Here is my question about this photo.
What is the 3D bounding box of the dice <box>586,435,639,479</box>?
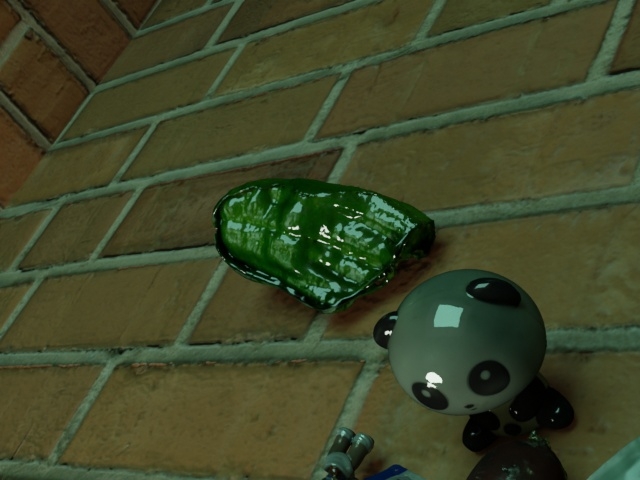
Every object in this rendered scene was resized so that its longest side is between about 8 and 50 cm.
[{"bbox_3d":[0.389,0.304,0.802,0.348,0.330,0.328,-34,45,9],"label":"dice"}]

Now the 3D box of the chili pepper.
[{"bbox_3d":[0.005,0.004,1.838,0.385,0.213,0.167,10,10,30],"label":"chili pepper"}]

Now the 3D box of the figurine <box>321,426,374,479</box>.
[{"bbox_3d":[0.012,0.345,1.460,0.147,0.093,0.197,12,47,27],"label":"figurine"}]

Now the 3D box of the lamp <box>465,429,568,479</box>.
[{"bbox_3d":[0.224,0.307,1.241,0.157,0.135,0.156,-59,-6,19],"label":"lamp"}]

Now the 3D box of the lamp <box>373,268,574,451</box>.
[{"bbox_3d":[0.194,0.147,1.361,0.198,0.244,0.197,-29,27,17],"label":"lamp"}]

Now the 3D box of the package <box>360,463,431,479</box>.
[{"bbox_3d":[0.086,0.332,1.358,0.171,0.027,0.173,-16,22,-35],"label":"package"}]
